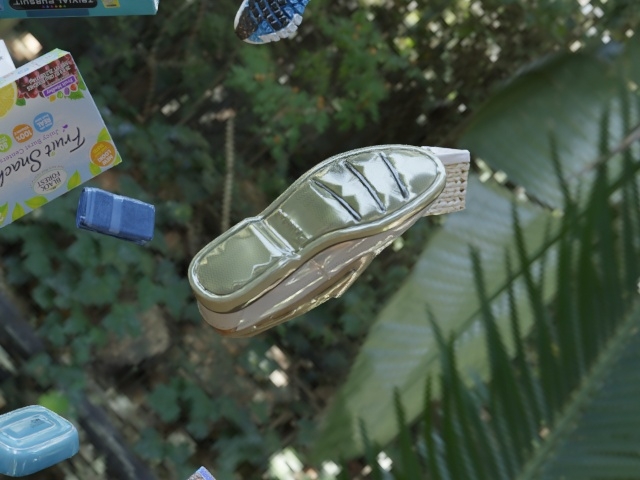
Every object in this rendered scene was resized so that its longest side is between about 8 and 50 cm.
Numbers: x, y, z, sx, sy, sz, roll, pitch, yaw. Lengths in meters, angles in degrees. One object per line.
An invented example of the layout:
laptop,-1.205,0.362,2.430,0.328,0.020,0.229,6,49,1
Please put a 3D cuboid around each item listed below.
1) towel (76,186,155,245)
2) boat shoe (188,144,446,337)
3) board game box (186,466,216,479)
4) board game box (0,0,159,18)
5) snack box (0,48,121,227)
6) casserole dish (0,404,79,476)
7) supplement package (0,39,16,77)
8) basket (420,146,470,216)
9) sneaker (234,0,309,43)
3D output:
towel,-0.309,-0.037,1.939,0.119,0.067,0.029,16,-21,-30
boat shoe,0.000,0.000,1.381,0.113,0.302,0.103,54,-14,34
board game box,-0.250,0.493,1.886,0.141,0.232,0.291,49,13,4
board game box,-0.434,-0.491,2.216,0.079,0.336,0.254,83,9,-48
snack box,-0.404,-0.139,1.762,0.070,0.207,0.174,29,-35,60
casserole dish,-0.422,0.281,1.838,0.114,0.037,0.188,26,17,22
supplement package,-0.565,-0.153,1.861,0.145,0.261,0.204,-124,-151,-43
basket,0.150,-0.096,2.098,0.113,0.167,0.103,11,-77,49
sneaker,-0.058,-0.302,1.603,0.083,0.191,0.071,-7,-57,43
